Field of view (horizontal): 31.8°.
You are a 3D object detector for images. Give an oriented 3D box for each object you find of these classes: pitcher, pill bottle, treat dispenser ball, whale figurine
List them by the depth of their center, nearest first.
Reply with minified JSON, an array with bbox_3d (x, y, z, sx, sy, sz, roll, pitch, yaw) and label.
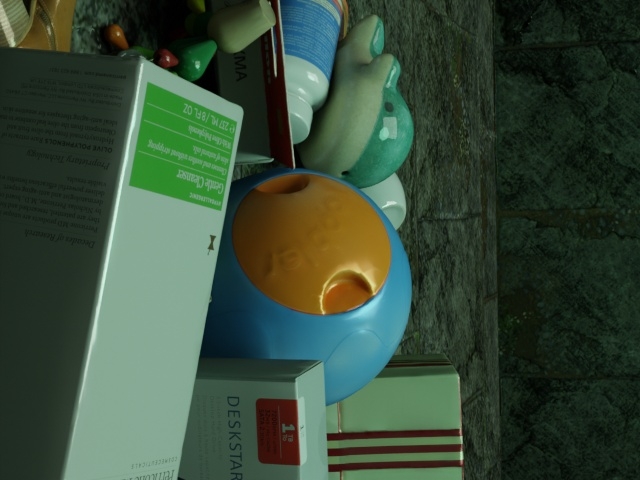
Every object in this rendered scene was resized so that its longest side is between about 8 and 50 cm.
[{"bbox_3d":[-0.036,0.058,1.332,0.288,0.288,0.288,-1,90,-71],"label":"treat dispenser ball"},{"bbox_3d":[-0.043,-0.251,1.578,0.124,0.124,0.222,60,34,-55],"label":"pill bottle"},{"bbox_3d":[0.066,-0.196,1.637,0.141,0.216,0.272,23,52,-20],"label":"whale figurine"},{"bbox_3d":[0.047,-0.082,1.766,0.207,0.125,0.178,54,-11,32],"label":"pitcher"}]

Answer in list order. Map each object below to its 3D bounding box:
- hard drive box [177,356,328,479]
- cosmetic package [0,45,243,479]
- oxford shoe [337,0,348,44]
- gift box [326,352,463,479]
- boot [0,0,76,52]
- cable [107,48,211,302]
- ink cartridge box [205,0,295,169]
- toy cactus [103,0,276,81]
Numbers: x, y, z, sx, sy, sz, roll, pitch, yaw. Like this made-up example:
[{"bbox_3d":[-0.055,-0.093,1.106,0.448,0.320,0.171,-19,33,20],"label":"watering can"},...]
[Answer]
[{"bbox_3d":[-0.114,0.219,1.187,0.089,0.232,0.181,-17,104,-71],"label":"hard drive box"},{"bbox_3d":[-0.202,0.036,0.977,0.197,0.155,0.366,12,86,-68],"label":"cosmetic package"},{"bbox_3d":[-0.010,-0.309,1.728,0.271,0.096,0.098,69,33,-45],"label":"oxford shoe"},{"bbox_3d":[0.077,0.306,1.726,0.276,0.258,0.255,106,-18,-88],"label":"gift box"},{"bbox_3d":[-0.254,-0.189,1.052,0.197,0.073,0.152,-51,138,-46],"label":"boot"},{"bbox_3d":[-0.197,-0.042,1.139,0.139,0.072,0.287,-25,102,-41],"label":"cable"},{"bbox_3d":[-0.094,-0.239,1.349,0.261,0.066,0.296,-136,-140,-76],"label":"ink cartridge box"},{"bbox_3d":[-0.137,-0.225,1.243,0.112,0.180,0.219,62,22,-14],"label":"toy cactus"}]
